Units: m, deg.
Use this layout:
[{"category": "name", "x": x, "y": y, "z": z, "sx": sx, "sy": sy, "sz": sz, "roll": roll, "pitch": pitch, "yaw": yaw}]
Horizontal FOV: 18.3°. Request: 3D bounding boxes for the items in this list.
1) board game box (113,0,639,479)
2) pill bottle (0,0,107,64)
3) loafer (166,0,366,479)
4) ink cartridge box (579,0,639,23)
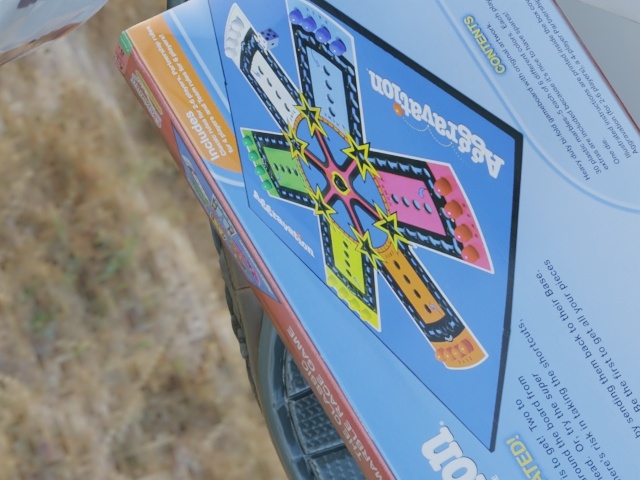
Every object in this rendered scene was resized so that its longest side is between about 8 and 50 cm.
[{"category": "board game box", "x": 0.063, "y": 0.022, "z": 0.658, "sx": 0.145, "sy": 0.027, "sz": 0.281, "roll": -27, "pitch": 79, "yaw": -21}, {"category": "pill bottle", "x": -0.203, "y": -0.166, "z": 0.826, "sx": 0.392, "sy": 0.224, "sz": 0.224, "roll": -65, "pitch": 131, "yaw": -78}, {"category": "loafer", "x": 0.000, "y": 0.000, "z": 0.806, "sx": 0.084, "sy": 0.096, "sz": 0.267, "roll": -162, "pitch": -125, "yaw": -72}, {"category": "ink cartridge box", "x": 0.164, "y": -0.179, "z": 0.839, "sx": 0.296, "sy": 0.261, "sz": 0.066, "roll": 17, "pitch": 67, "yaw": -19}]
